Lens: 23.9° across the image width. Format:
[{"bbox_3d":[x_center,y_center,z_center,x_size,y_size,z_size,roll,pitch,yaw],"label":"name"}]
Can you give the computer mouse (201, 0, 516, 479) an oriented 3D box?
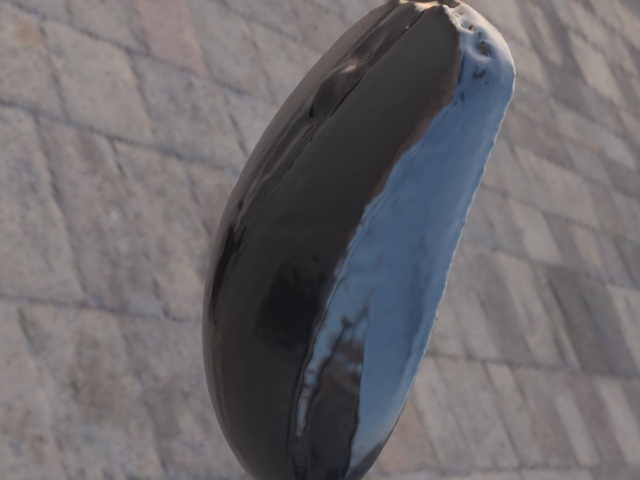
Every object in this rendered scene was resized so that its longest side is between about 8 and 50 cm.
[{"bbox_3d":[0.000,0.000,0.743,0.086,0.270,0.137,16,5,-30],"label":"computer mouse"}]
